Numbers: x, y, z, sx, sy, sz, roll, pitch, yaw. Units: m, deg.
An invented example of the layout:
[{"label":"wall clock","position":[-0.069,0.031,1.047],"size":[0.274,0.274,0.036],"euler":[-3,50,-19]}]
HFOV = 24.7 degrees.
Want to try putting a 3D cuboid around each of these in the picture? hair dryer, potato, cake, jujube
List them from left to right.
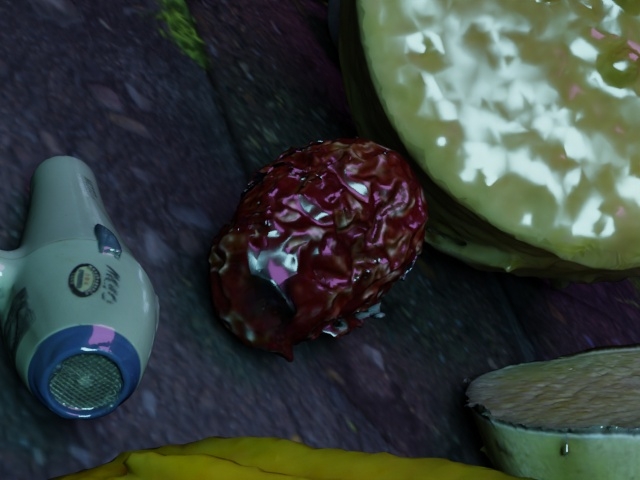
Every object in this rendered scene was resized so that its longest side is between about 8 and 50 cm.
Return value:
[{"label":"hair dryer","position":[-0.158,-0.010,0.609],"size":[0.199,0.067,0.167],"euler":[25,20,-10]},{"label":"jujube","position":[-0.003,-0.004,0.759],"size":[0.104,0.104,0.166],"euler":[50,25,8]},{"label":"cake","position":[0.165,-0.126,0.956],"size":[0.332,0.332,0.321],"euler":[47,-7,2]},{"label":"potato","position":[0.176,0.130,0.817],"size":[0.202,0.182,0.117],"euler":[-56,140,-82]}]

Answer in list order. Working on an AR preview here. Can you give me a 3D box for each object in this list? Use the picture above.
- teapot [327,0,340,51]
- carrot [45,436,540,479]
[{"label":"teapot","position":[0.054,-0.167,1.124],"size":[0.108,0.149,0.111],"euler":[21,71,-70]},{"label":"carrot","position":[0.019,0.187,0.343],"size":[0.340,0.241,0.241],"euler":[46,25,-5]}]
